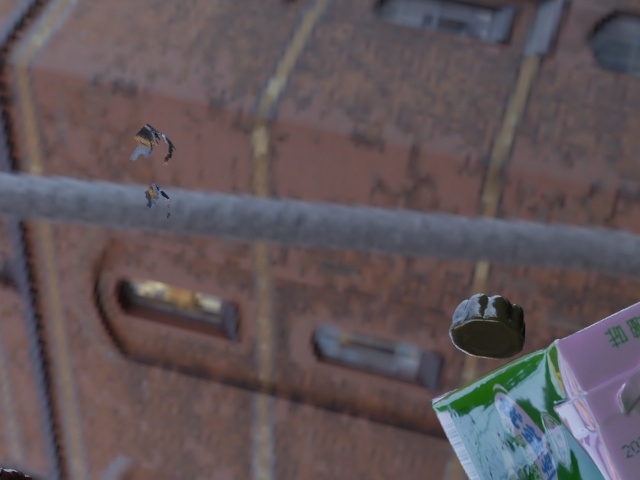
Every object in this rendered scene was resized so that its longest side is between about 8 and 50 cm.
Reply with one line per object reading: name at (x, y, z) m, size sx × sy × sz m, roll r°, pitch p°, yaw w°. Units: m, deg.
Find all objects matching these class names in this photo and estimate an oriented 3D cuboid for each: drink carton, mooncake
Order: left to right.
mooncake at (-0.007, 0.007, 1.276) m, size 0.057 × 0.347 × 0.150 m, roll -51°, pitch -3°, yaw -44°
drink carton at (0.185, 0.097, 0.970) m, size 0.108 × 0.161 × 0.271 m, roll 65°, pitch 165°, yaw 7°

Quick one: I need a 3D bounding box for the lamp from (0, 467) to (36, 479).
lamp at (-0.319, 0.349, 1.653) m, size 0.118 × 0.118 × 0.253 m, roll 90°, pitch 166°, yaw -48°
